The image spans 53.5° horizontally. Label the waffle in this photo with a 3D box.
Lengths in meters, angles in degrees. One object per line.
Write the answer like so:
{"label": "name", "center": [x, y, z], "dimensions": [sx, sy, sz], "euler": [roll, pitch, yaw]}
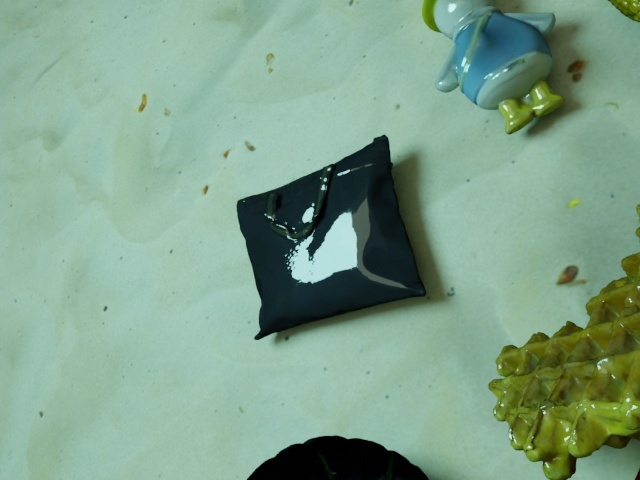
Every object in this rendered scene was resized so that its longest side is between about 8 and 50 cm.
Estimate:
{"label": "waffle", "center": [0.273, 0.078, 0.558], "dimensions": [0.069, 0.260, 0.293], "euler": [38, 103, -2]}

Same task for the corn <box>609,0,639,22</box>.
{"label": "corn", "center": [0.330, -0.321, 0.716], "dimensions": [0.068, 0.068, 0.207], "euler": [-35, 63, 19]}

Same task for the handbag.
{"label": "handbag", "center": [0.000, 0.000, 0.819], "dimensions": [0.254, 0.089, 0.210], "euler": [-19, 71, 29]}

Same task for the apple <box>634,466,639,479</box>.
{"label": "apple", "center": [0.356, 0.245, 0.428], "dimensions": [0.288, 0.288, 0.316], "euler": [5, 61, 32]}

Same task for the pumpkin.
{"label": "pumpkin", "center": [0.010, 0.335, 0.668], "dimensions": [0.248, 0.248, 0.247], "euler": [-8, 73, 29]}

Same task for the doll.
{"label": "doll", "center": [0.196, -0.242, 0.758], "dimensions": [0.135, 0.099, 0.240], "euler": [-47, 55, 39]}
